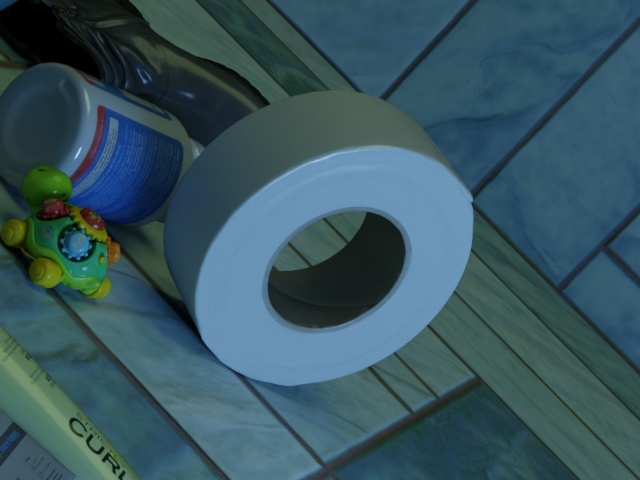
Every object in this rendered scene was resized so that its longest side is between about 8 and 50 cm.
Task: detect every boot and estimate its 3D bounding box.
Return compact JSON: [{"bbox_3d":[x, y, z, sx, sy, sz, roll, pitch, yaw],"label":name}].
[{"bbox_3d":[-0.215,-0.179,1.980,0.338,0.118,0.223,34,16,9],"label":"boot"}]

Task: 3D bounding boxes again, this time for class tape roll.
[{"bbox_3d":[0.000,0.000,1.647,0.286,0.286,0.100,31,19,-40],"label":"tape roll"}]

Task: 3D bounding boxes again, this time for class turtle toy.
[{"bbox_3d":[-0.223,-0.008,1.506,0.130,0.066,0.095,51,16,27],"label":"turtle toy"}]

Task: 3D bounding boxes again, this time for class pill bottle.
[{"bbox_3d":[-0.201,-0.082,1.666,0.221,0.124,0.124,23,25,-55],"label":"pill bottle"}]

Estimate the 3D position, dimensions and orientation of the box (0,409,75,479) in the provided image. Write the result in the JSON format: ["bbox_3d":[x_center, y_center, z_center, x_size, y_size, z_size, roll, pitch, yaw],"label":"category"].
[{"bbox_3d":[-0.252,0.126,1.104,0.186,0.038,0.145,41,14,-3],"label":"box"}]

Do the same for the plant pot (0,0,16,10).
[{"bbox_3d":[-0.394,-0.284,1.540,0.290,0.195,0.290,45,5,-5],"label":"plant pot"}]

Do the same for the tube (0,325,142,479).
[{"bbox_3d":[-0.174,0.147,1.217,0.240,0.062,0.070,46,43,-7],"label":"tube"}]
